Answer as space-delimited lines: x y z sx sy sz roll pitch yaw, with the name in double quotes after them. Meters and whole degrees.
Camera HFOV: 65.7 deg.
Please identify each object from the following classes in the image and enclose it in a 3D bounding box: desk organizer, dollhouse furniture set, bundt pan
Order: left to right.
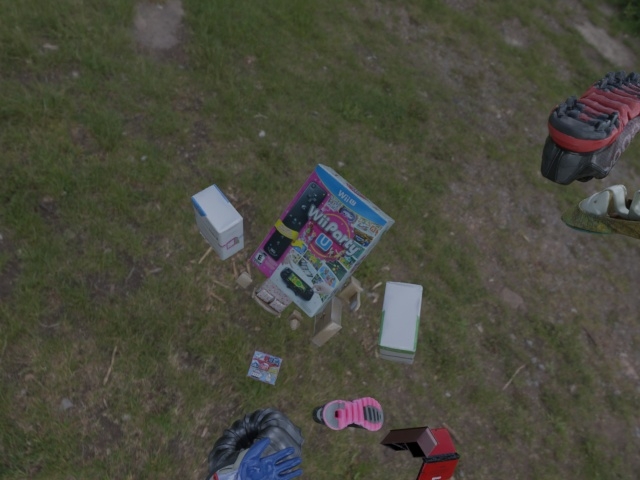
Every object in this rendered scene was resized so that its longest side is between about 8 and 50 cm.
-0.224 0.669 1.598 0.330 0.330 0.124 -40 107 -36 "bundt pan"
-0.080 0.180 1.727 0.355 0.303 0.174 38 22 -16 "dollhouse furniture set"
0.201 0.466 1.139 0.050 0.130 0.047 -30 89 -41 "desk organizer"

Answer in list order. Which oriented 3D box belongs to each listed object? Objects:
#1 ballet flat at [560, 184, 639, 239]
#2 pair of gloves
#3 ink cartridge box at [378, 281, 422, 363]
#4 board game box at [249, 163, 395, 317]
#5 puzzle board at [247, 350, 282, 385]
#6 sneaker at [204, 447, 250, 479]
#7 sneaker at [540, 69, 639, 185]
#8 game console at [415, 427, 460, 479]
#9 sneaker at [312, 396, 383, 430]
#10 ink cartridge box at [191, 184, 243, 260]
0.674 -0.063 1.079 0.123 0.123 0.348 1 14 -21 "ballet flat"
-0.081 0.406 0.750 0.159 0.023 0.198 1 56 -37 "pair of gloves"
0.203 0.215 1.257 0.092 0.219 0.161 7 69 11 "ink cartridge box"
0.000 0.000 1.226 0.224 0.303 0.097 41 14 14 "board game box"
-0.205 0.461 1.800 0.128 0.011 0.097 8 72 33 "puzzle board"
-0.222 0.585 1.110 0.148 0.350 0.131 -32 78 1 "sneaker"
0.421 -0.166 0.747 0.276 0.135 0.097 -30 52 -30 "sneaker"
0.333 0.640 1.474 0.143 0.124 0.085 9 15 -32 "game console"
0.039 0.254 0.723 0.119 0.057 0.047 18 61 -34 "sneaker"
-0.185 -0.030 0.904 0.052 0.122 0.089 -34 74 -22 "ink cartridge box"
